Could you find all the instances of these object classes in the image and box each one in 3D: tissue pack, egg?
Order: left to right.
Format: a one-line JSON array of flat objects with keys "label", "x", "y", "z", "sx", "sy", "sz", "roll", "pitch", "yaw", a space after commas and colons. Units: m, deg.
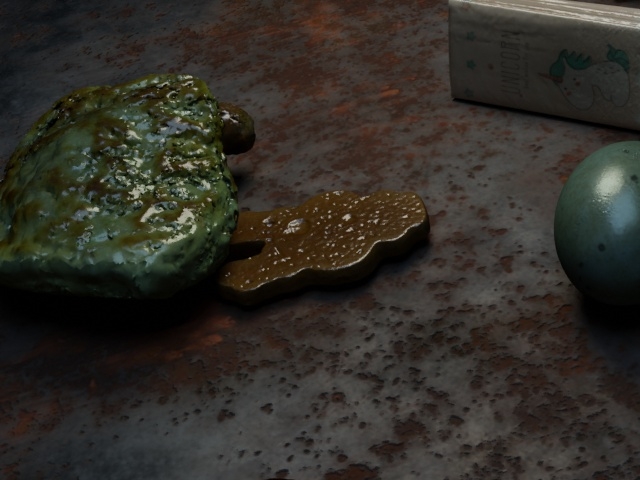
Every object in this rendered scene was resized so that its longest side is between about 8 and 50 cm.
[{"label": "tissue pack", "x": 0.345, "y": -0.269, "z": 1.706, "sx": 0.325, "sy": 0.170, "sz": 0.071, "roll": 15, "pitch": 41, "yaw": 31}, {"label": "egg", "x": 0.364, "y": -0.021, "z": 1.384, "sx": 0.169, "sy": 0.169, "sz": 0.236, "roll": 8, "pitch": 43, "yaw": 23}]

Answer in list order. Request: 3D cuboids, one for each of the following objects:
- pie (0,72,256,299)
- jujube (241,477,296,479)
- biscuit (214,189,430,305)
[{"label": "pie", "x": -0.295, "y": -0.061, "z": 1.588, "sx": 0.395, "sy": 0.180, "sz": 0.418, "roll": -7, "pitch": 37, "yaw": 15}, {"label": "jujube", "x": -0.040, "y": 0.301, "z": 1.107, "sx": 0.168, "sy": 0.168, "sz": 0.236, "roll": -35, "pitch": 29, "yaw": -28}, {"label": "biscuit", "x": 0.001, "y": 0.003, "z": 1.553, "sx": 0.295, "sy": 0.044, "sz": 0.186, "roll": -11, "pitch": 41, "yaw": 3}]
